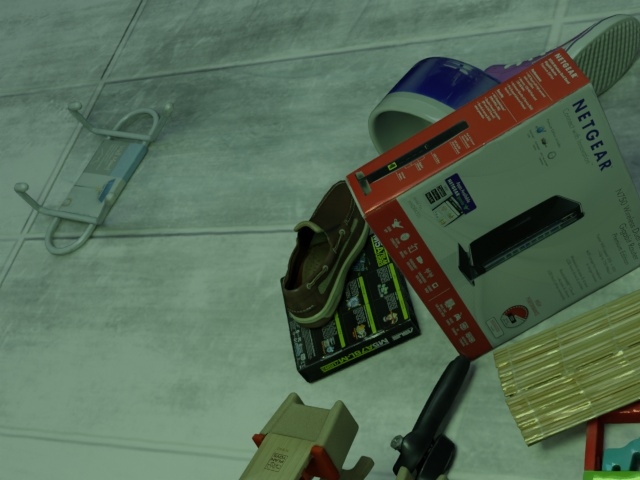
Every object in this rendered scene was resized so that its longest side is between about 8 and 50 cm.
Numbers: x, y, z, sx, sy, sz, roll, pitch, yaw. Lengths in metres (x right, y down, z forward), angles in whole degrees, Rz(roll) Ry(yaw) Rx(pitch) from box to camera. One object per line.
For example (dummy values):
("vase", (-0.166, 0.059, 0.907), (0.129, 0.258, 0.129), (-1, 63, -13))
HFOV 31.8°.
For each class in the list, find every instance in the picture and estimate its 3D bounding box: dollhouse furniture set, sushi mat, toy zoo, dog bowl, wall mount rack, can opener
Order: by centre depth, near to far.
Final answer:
("toy zoo", (0.411, 0.205, 1.318), (0.192, 0.030, 0.293), (-7, 51, 29))
("dollhouse furniture set", (0.012, 0.312, 1.326), (0.262, 0.259, 0.135), (4, 48, 37))
("sushi mat", (0.371, 0.133, 1.368), (0.316, 0.019, 0.151), (-26, 45, 14))
("can opener", (0.147, 0.231, 1.462), (0.186, 0.073, 0.059), (-63, 10, -28))
("dog bowl", (0.200, -0.127, 1.565), (0.265, 0.265, 0.104), (25, 68, 43))
("wall mount rack", (-0.398, -0.140, 2.065), (0.304, 0.130, 0.350), (9, 61, 38))

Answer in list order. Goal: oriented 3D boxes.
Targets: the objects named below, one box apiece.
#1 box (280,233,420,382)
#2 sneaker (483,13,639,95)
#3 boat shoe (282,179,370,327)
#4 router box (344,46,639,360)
("box", (0.039, 0.094, 1.647), (0.184, 0.045, 0.190), (-25, 44, 11))
("sneaker", (0.341, -0.263, 1.709), (0.282, 0.102, 0.161), (-39, 40, -1))
("boat shoe", (0.007, -0.001, 1.648), (0.095, 0.095, 0.257), (-9, 48, 29))
("router box", (0.237, -0.031, 1.407), (0.301, 0.335, 0.082), (-31, 43, 8))
